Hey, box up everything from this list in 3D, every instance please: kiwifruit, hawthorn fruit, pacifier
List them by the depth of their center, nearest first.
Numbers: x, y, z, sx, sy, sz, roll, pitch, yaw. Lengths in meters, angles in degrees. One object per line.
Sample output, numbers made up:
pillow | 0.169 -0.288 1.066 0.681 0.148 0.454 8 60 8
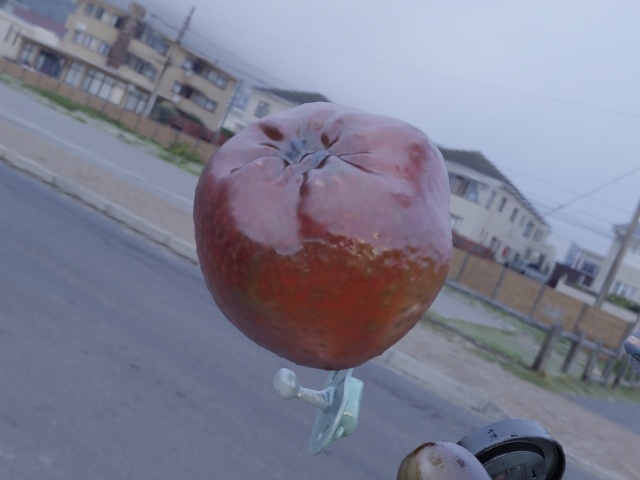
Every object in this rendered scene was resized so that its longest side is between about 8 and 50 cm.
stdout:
kiwifruit | 0.096 0.196 0.543 0.124 0.075 0.075 59 15 19
hawthorn fruit | 0.000 0.000 0.833 0.275 0.275 0.299 24 -33 5
pacifier | -0.008 0.200 1.031 0.117 0.126 0.150 22 46 -7

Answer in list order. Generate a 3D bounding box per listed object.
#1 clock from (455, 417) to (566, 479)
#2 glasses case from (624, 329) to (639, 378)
clock | 0.243 0.319 1.104 0.185 0.184 0.040 23 24 -30
glasses case | 0.630 0.282 1.362 0.321 0.082 0.122 49 -1 -9
